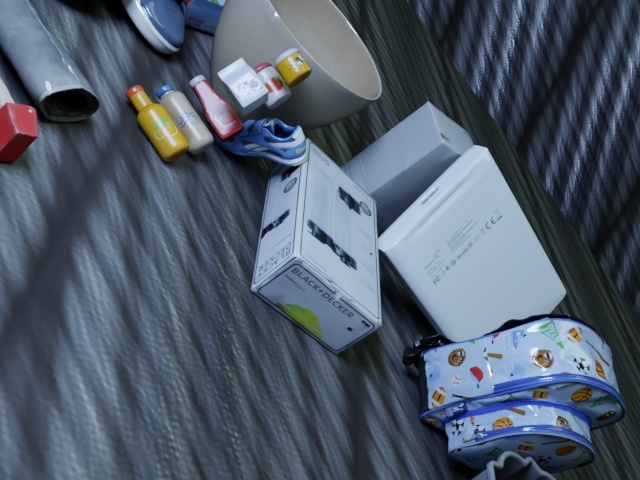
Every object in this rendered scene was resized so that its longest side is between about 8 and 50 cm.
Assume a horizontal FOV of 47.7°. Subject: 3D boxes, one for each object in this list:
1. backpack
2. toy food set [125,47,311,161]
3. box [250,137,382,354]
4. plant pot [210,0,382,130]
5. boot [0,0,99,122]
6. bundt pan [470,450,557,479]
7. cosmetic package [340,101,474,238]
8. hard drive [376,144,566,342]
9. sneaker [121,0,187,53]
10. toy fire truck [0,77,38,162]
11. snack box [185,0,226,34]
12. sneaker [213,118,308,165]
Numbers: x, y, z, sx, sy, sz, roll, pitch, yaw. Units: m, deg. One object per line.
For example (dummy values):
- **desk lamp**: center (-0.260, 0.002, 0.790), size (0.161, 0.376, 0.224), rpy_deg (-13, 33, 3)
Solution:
- **backpack**: center (0.302, 0.227, 1.068), size (0.276, 0.263, 0.213), rpy_deg (28, 40, -42)
- **toy food set**: center (-0.136, -0.203, 0.976), size (0.104, 0.232, 0.111), rpy_deg (55, -7, 2)
- **box**: center (0.000, 0.000, 1.044), size (0.169, 0.087, 0.290), rpy_deg (40, 29, -27)
- **plant pot**: center (-0.065, -0.283, 1.158), size (0.284, 0.191, 0.284), rpy_deg (38, 31, -28)
- **boot**: center (-0.342, -0.233, 0.777), size (0.208, 0.076, 0.190), rpy_deg (65, 19, 9)
- **bundt pan**: center (0.255, 0.441, 0.897), size (0.331, 0.124, 0.330), rpy_deg (38, 31, -29)
- **cosmetic package**: center (0.140, -0.112, 1.234), size (0.127, 0.238, 0.107), rpy_deg (28, 37, -42)
- **hard drive**: center (0.261, 0.050, 1.200), size (0.353, 0.233, 0.047), rpy_deg (52, -12, -31)
- **sneaker**: center (-0.220, -0.456, 1.080), size (0.131, 0.148, 0.350), rpy_deg (19, 59, -70)
- **toy fire truck**: center (-0.363, -0.174, 0.707), size (0.135, 0.047, 0.192), rpy_deg (11, 48, -54)
- **snack box**: center (-0.222, -0.457, 1.245), size (0.174, 0.070, 0.207), rpy_deg (-3, 62, -60)
- **sneaker**: center (-0.086, -0.154, 1.051), size (0.144, 0.059, 0.053), rpy_deg (12, 47, 10)
